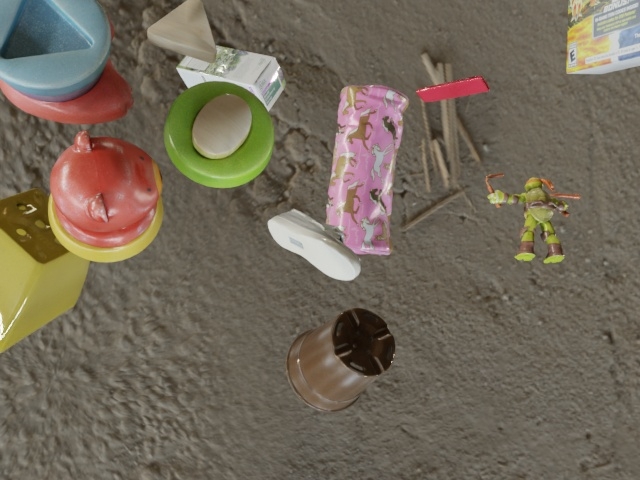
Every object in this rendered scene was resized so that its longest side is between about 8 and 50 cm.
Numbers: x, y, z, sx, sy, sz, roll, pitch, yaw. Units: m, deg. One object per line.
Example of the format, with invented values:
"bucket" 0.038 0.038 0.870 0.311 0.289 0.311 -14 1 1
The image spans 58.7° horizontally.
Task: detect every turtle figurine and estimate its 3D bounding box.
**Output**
"turtle figurine" 0.514 -0.060 1.321 0.270 0.087 0.217 9 69 -20

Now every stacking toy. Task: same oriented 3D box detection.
"stacking toy" -0.198 -0.163 0.615 0.280 0.130 0.308 -25 84 -19

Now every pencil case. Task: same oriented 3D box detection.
"pencil case" 0.105 -0.161 1.296 0.160 0.167 0.385 6 90 9

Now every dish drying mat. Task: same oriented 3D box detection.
"dish drying mat" 0.163 -0.187 0.704 0.032 0.083 0.008 30 62 -51

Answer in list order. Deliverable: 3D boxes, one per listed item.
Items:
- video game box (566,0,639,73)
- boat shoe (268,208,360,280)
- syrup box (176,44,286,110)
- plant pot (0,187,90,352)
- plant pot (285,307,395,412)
"video game box" 0.297 -0.258 0.514 0.048 0.205 0.186 -1 99 -6
"boat shoe" 0.000 0.000 0.844 0.063 0.184 0.066 -36 127 -28
"syrup box" -0.208 -0.384 1.334 0.237 0.096 0.093 20 68 25
"plant pot" -0.542 0.031 1.025 0.212 0.187 0.212 43 24 -2
"plant pot" 0.044 0.211 1.035 0.167 0.165 0.166 13 57 -20
